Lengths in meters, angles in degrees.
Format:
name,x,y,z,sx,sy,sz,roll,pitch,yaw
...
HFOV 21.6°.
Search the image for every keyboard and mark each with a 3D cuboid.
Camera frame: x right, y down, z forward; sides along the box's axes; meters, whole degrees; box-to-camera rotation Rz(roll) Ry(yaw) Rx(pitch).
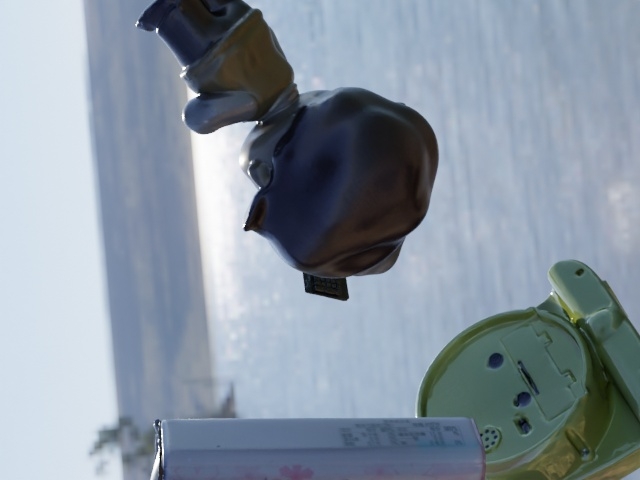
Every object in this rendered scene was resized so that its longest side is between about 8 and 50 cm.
name,x,y,z,sx,sy,sz,roll,pitch,yaw
keyboard,0.001,-0.001,2.460,0.015,0.074,0.196,-45,40,42

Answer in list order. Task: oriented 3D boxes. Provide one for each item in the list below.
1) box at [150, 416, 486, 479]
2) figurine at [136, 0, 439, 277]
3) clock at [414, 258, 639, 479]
name,x,y,z,sx,sy,sz,roll,pitch,yaw
box,-0.011,0.291,1.865,0.112,0.369,0.190,-104,17,-65
figurine,-0.047,-0.110,1.768,0.206,0.365,0.218,-53,-2,30
clock,0.251,0.207,2.093,0.117,0.348,0.286,52,-173,-41
